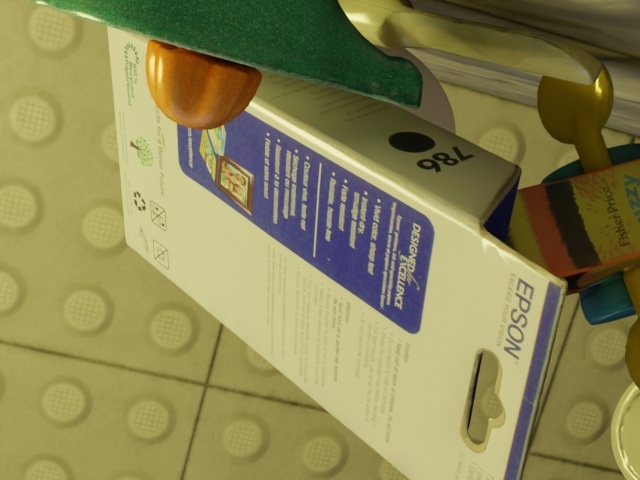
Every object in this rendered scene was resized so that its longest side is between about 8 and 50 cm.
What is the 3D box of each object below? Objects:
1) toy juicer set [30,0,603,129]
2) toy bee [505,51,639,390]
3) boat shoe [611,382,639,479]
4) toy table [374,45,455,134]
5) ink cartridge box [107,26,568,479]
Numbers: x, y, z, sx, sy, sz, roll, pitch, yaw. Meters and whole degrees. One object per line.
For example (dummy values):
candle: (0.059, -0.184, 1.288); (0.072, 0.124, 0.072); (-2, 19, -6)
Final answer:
toy juicer set: (-0.062, -0.103, 0.429); (0.329, 0.089, 0.209); (9, -168, -29)
toy bee: (0.193, -0.029, 0.512); (0.195, 0.298, 0.162); (53, 160, 8)
boat shoe: (0.345, 0.081, 0.556); (0.113, 0.340, 0.127); (7, -127, -43)
toy table: (-0.015, -0.126, 0.961); (0.274, 0.252, 0.161); (22, 170, -32)
ink cartridge box: (0.000, 0.000, 0.493); (0.065, 0.165, 0.333); (-23, -137, -34)
